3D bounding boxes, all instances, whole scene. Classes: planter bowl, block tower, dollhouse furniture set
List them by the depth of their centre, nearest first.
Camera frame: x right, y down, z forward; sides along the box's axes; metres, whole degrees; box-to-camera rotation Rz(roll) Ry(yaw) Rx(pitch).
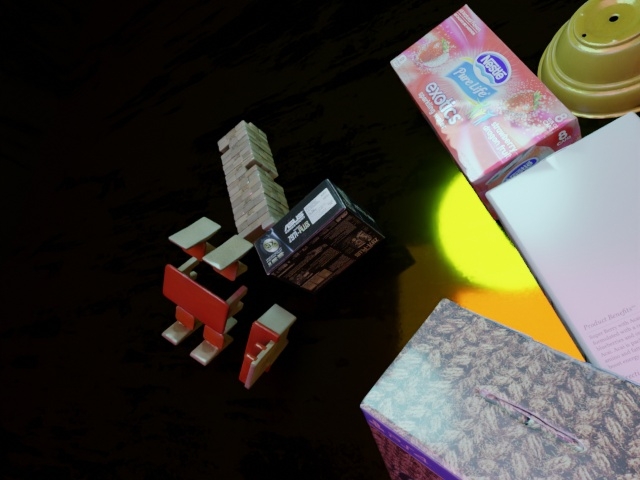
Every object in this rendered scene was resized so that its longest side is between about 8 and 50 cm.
[{"bbox_3d":[0.431,-0.298,0.629,0.217,0.090,0.217,-15,62,31],"label":"planter bowl"},{"bbox_3d":[-0.188,0.135,0.784,0.259,0.135,0.262,29,126,15],"label":"dollhouse furniture set"},{"bbox_3d":[-0.150,-0.128,0.974,0.097,0.091,0.335,-35,53,20],"label":"block tower"}]

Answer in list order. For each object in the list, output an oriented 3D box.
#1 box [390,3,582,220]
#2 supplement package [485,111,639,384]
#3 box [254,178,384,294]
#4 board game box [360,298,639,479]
[{"bbox_3d":[0.255,-0.206,0.681,0.154,0.142,0.300,-32,55,19],"label":"box"},{"bbox_3d":[0.350,0.044,0.480,0.177,0.175,0.293,-31,56,20],"label":"supplement package"},{"bbox_3d":[0.000,0.000,0.772,0.180,0.147,0.077,-41,52,16],"label":"box"},{"bbox_3d":[0.196,0.237,0.416,0.232,0.291,0.141,23,56,40],"label":"board game box"}]
